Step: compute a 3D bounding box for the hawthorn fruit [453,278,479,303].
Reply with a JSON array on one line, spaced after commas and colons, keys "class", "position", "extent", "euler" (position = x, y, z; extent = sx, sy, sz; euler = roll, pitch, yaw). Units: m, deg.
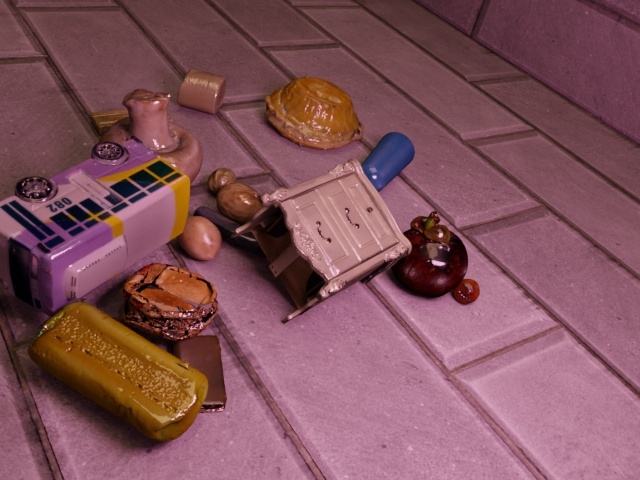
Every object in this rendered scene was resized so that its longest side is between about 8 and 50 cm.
[{"class": "hawthorn fruit", "position": [0.407, 0.140, 1.828], "extent": [0.077, 0.077, 0.077], "euler": [10, 38, -8]}]

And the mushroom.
[{"class": "mushroom", "position": [-0.477, -0.269, 1.848], "extent": [0.298, 0.290, 0.297], "euler": [9, 38, -7]}]

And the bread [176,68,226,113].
[{"class": "bread", "position": [-0.417, -0.526, 2.326], "extent": [0.141, 0.134, 0.148], "euler": [15, 24, -2]}]

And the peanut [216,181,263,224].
[{"class": "peanut", "position": [-0.225, -0.105, 1.879], "extent": [0.141, 0.109, 0.159], "euler": [31, 3, -29]}]

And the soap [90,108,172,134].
[{"class": "soap", "position": [-0.617, -0.395, 2.168], "extent": [0.252, 0.037, 0.092], "euler": [-13, 47, -33]}]

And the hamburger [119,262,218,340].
[{"class": "hamburger", "position": [-0.344, 0.140, 1.514], "extent": [0.231, 0.106, 0.231], "euler": [12, 20, -4]}]

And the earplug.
[{"class": "earplug", "position": [0.205, -0.248, 2.206], "extent": [0.132, 0.132, 0.273], "euler": [27, 42, 14]}]

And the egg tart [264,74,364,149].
[{"class": "egg tart", "position": [-0.016, -0.475, 2.389], "extent": [0.388, 0.169, 0.387], "euler": [14, 36, -10]}]

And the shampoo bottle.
[{"class": "shampoo bottle", "position": [-0.239, -0.023, 1.808], "extent": [0.234, 0.049, 0.087], "euler": [28, 11, 16]}]

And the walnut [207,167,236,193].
[{"class": "walnut", "position": [-0.294, -0.177, 1.970], "extent": [0.092, 0.092, 0.092], "euler": [10, 38, -8]}]

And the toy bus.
[{"class": "toy bus", "position": [-0.519, -0.033, 1.493], "extent": [0.249, 0.209, 0.440], "euler": [35, 44, 16]}]

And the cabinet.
[{"class": "cabinet", "position": [0.000, 0.000, 1.651], "extent": [0.318, 0.227, 0.290], "euler": [-25, 80, -38]}]

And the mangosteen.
[{"class": "mangosteen", "position": [0.301, 0.043, 1.792], "extent": [0.216, 0.216, 0.216], "euler": [10, 38, -8]}]

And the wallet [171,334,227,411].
[{"class": "wallet", "position": [-0.266, 0.284, 1.434], "extent": [0.110, 0.031, 0.198], "euler": [2, 39, -18]}]

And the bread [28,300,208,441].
[{"class": "bread", "position": [-0.406, 0.266, 1.336], "extent": [0.384, 0.112, 0.166], "euler": [26, 49, 16]}]

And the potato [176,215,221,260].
[{"class": "potato", "position": [-0.321, -0.011, 1.731], "extent": [0.147, 0.112, 0.112], "euler": [32, 40, 32]}]
